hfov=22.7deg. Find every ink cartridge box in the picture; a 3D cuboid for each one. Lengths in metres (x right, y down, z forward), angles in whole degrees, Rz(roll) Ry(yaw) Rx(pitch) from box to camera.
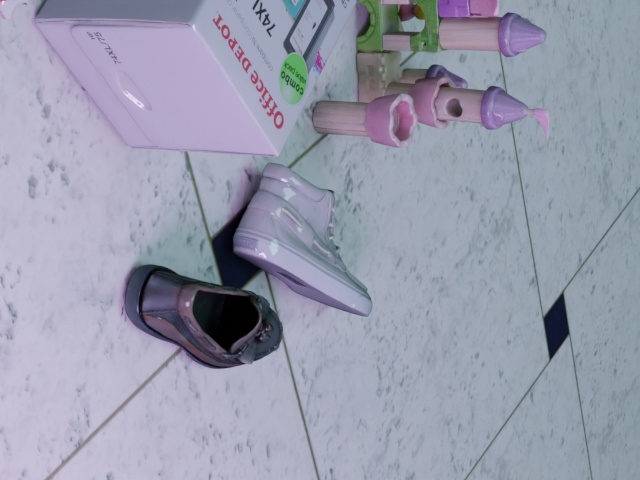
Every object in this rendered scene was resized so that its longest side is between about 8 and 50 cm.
[{"bbox_3d":[-0.107,-0.248,1.593,0.198,0.197,0.270,56,50,-45],"label":"ink cartridge box"}]

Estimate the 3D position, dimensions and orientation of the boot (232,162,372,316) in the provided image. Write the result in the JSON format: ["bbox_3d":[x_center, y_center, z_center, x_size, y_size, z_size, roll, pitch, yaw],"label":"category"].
[{"bbox_3d":[0.000,0.000,1.900,0.258,0.095,0.123,35,72,-53],"label":"boot"}]

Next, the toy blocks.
[{"bbox_3d":[0.169,-0.277,1.973,0.309,0.260,0.289,-23,113,-55],"label":"toy blocks"}]

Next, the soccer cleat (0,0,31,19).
[{"bbox_3d":[-0.276,-0.239,1.489,0.083,0.029,0.036,-53,146,-35],"label":"soccer cleat"}]

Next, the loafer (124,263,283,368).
[{"bbox_3d":[-0.108,0.091,1.755,0.267,0.084,0.096,24,75,-57],"label":"loafer"}]
